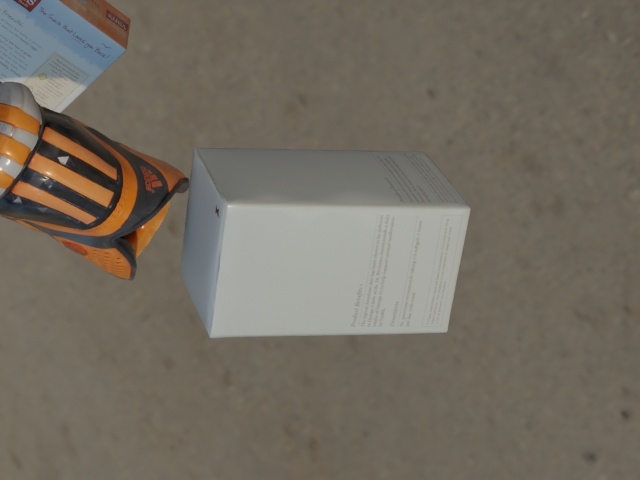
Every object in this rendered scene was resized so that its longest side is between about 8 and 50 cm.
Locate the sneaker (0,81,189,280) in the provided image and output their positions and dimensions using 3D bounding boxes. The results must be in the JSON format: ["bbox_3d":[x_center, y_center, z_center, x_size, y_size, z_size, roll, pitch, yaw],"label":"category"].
[{"bbox_3d":[-0.216,-0.043,1.276,0.180,0.124,0.321,30,179,-27],"label":"sneaker"}]

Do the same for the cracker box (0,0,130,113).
[{"bbox_3d":[-0.342,-0.202,1.835,0.156,0.067,0.232,36,123,-27],"label":"cracker box"}]

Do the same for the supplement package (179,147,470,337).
[{"bbox_3d":[0.000,0.000,1.190,0.105,0.179,0.105,-121,36,-58],"label":"supplement package"}]
